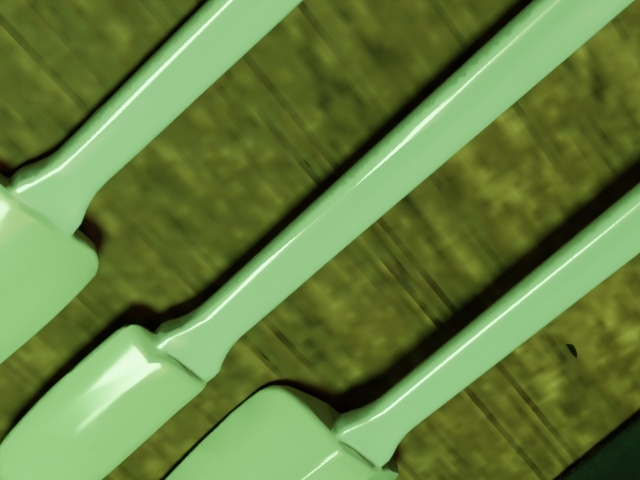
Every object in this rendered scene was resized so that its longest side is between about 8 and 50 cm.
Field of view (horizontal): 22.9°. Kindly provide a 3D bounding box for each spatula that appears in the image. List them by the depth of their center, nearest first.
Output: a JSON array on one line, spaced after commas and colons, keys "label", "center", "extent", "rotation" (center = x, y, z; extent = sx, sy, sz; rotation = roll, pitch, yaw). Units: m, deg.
[{"label": "spatula", "center": [0.000, 0.000, 0.398], "extent": [0.242, 0.019, 0.168], "rotation": [-41, 121, 16]}]

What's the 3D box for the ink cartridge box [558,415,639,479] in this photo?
[{"label": "ink cartridge box", "center": [0.034, 0.203, 0.469], "extent": [0.065, 0.165, 0.332], "rotation": [33, 112, -34]}]
